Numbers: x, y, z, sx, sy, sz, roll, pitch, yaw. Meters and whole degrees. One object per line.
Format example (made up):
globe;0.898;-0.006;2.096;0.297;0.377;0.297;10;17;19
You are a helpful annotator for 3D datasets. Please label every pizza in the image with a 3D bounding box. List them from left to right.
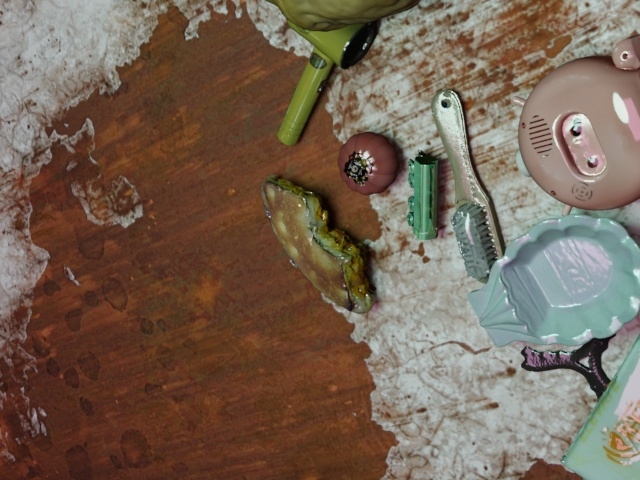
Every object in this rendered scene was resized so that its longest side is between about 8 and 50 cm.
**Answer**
pizza;0.000;0.000;1.650;0.305;0.085;0.161;55;146;8

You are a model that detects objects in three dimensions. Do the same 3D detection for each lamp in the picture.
lamp;0.080;-0.129;1.554;0.107;0.092;0.108;10;109;29

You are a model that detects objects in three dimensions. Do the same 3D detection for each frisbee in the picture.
frisbee;0.414;0.202;1.500;0.187;0.012;0.211;-5;103;32

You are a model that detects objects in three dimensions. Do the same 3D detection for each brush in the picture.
brush;0.232;-0.081;1.497;0.070;0.065;0.328;-10;98;36

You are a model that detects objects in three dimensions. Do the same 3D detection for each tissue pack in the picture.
tissue pack;0.588;0.304;1.327;0.388;0.162;0.287;32;114;20

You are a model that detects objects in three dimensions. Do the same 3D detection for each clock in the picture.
clock;0.389;-0.150;1.332;0.241;0.142;0.227;-22;93;38

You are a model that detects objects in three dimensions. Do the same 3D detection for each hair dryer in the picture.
hair dryer;-0.020;-0.287;1.580;0.135;0.090;0.279;38;127;16

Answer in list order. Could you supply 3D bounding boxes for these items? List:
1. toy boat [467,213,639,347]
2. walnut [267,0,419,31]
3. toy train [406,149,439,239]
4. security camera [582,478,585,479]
toy boat;0.372;0.063;1.431;0.290;0.100;0.199;-29;88;34
walnut;0.035;-0.450;1.332;0.306;0.344;0.306;21;131;27
toy train;0.170;-0.076;1.532;0.071;0.038;0.148;-135;39;-61
security camera;0.532;0.467;1.477;0.157;0.080;0.302;-36;82;35
